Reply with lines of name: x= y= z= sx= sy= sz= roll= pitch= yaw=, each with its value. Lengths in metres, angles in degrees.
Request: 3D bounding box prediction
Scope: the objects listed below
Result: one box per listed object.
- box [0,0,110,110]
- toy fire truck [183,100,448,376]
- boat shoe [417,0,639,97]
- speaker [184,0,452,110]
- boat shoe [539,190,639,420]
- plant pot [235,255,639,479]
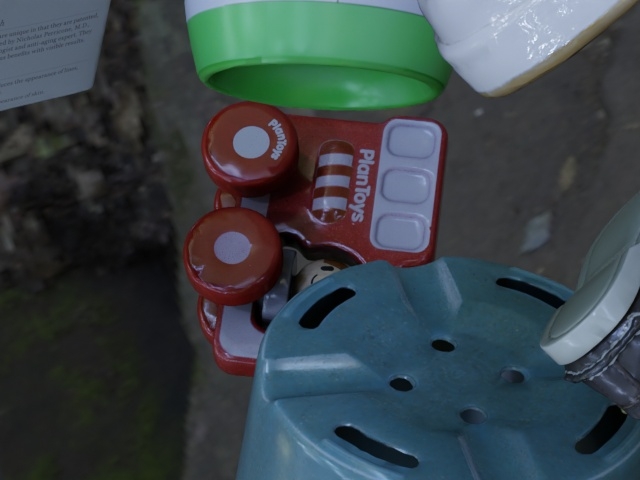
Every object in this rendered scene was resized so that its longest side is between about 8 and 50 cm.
box: x=-0.287 y=-0.197 z=1.517 sx=0.181 sy=0.182 sz=0.119 roll=46 pitch=136 yaw=32
toy fire truck: x=0.000 y=0.000 z=1.997 sx=0.253 sy=0.302 sz=0.169 roll=4 pitch=153 yaw=6
boat shoe: x=0.047 y=-0.140 z=0.473 sx=0.098 sy=0.277 sz=0.096 roll=-34 pitch=115 yaw=30
speaker: x=0.009 y=-0.212 z=0.845 sx=0.131 sy=0.131 sz=0.297 roll=-1 pitch=83 yaw=32
boat shoe: x=0.188 y=0.022 z=1.071 sx=0.069 sy=0.228 sz=0.081 roll=45 pitch=127 yaw=-3
plant pot: x=0.073 y=0.213 z=1.285 sx=0.341 sy=0.341 sz=0.334 roll=21 pitch=127 yaw=24
